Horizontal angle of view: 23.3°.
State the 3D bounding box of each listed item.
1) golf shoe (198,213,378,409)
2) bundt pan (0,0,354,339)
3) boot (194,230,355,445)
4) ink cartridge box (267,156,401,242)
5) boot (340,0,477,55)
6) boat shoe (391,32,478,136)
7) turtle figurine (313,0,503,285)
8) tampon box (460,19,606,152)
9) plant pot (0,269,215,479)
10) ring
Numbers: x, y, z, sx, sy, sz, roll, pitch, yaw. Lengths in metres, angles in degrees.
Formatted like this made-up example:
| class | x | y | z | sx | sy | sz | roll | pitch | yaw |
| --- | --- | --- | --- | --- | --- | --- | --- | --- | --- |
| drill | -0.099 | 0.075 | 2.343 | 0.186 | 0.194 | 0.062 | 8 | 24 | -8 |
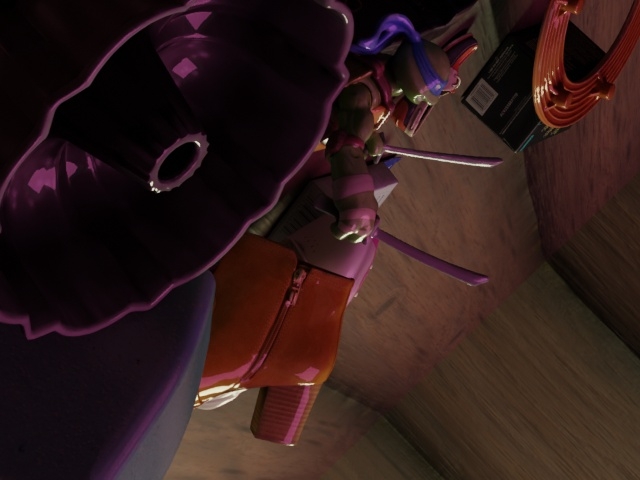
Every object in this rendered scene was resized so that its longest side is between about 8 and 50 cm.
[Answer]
| class | x | y | z | sx | sy | sz | roll | pitch | yaw |
| --- | --- | --- | --- | --- | --- | --- | --- | --- | --- |
| golf shoe | -0.069 | 0.061 | 1.732 | 0.306 | 0.115 | 0.140 | -43 | 135 | 6 |
| bundt pan | -0.137 | -0.091 | 1.091 | 0.331 | 0.124 | 0.331 | -37 | 155 | -21 |
| boot | -0.122 | 0.087 | 1.645 | 0.104 | 0.295 | 0.211 | -160 | -95 | -74 |
| ink cartridge box | 0.000 | 0.000 | 1.912 | 0.223 | 0.045 | 0.224 | -52 | 163 | 29 |
| boot | 0.022 | -0.157 | 1.463 | 0.263 | 0.091 | 0.229 | -20 | 159 | -46 |
| boat shoe | 0.135 | -0.180 | 1.777 | 0.137 | 0.043 | 0.049 | -46 | 164 | 2 |
| turtle figurine | 0.002 | -0.049 | 1.305 | 0.266 | 0.198 | 0.275 | -13 | 141 | 17 |
| tampon box | 0.283 | -0.202 | 1.992 | 0.161 | 0.101 | 0.120 | -25 | 155 | -52 |
| plant pot | -0.217 | 0.104 | 1.271 | 0.252 | 0.248 | 0.247 | -51 | 169 | -25 |
| ring | 0.349 | -0.287 | 1.844 | 0.336 | 0.032 | 0.336 | -44 | 148 | -37 |
